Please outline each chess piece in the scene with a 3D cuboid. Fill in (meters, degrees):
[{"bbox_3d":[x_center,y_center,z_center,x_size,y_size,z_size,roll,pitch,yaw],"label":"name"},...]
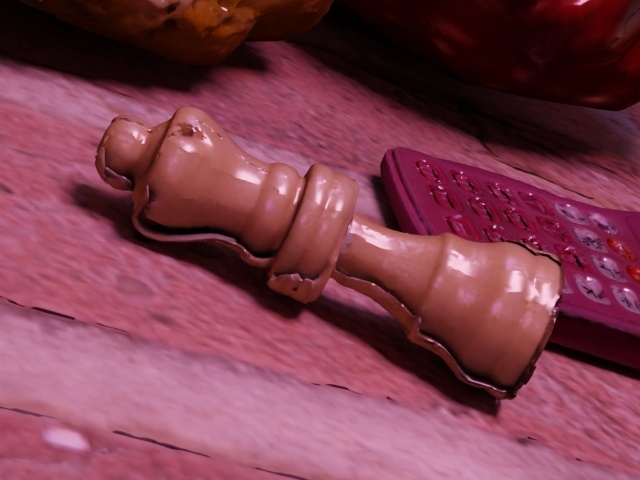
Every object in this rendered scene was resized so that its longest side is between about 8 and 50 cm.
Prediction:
[{"bbox_3d":[0.000,-0.001,0.674,0.172,0.060,0.060,23,22,-7],"label":"chess piece"}]

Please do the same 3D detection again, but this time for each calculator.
[{"bbox_3d":[0.119,0.014,0.808,0.191,0.034,0.126,13,26,-19],"label":"calculator"}]

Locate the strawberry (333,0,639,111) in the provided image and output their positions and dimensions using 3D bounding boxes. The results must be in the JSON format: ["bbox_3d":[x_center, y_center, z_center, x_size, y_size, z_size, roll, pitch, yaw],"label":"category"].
[{"bbox_3d":[0.065,-0.212,0.978,0.345,0.295,0.317,-1,1,30],"label":"strawberry"}]

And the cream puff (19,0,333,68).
[{"bbox_3d":[-0.103,-0.172,0.791,0.241,0.154,0.269,31,2,5],"label":"cream puff"}]
